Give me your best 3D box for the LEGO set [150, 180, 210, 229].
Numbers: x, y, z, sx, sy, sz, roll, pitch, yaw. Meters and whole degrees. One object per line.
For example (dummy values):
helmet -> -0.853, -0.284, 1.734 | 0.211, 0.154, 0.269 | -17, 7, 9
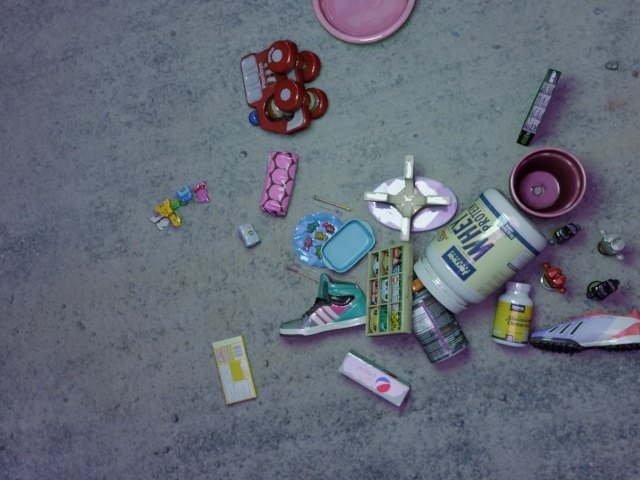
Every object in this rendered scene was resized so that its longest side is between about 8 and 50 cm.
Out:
LEGO set -> -0.466, -0.100, 2.042 | 0.227, 0.087, 0.093 | -34, 81, 9

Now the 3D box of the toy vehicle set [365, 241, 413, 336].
toy vehicle set -> 0.204, 0.150, 1.833 | 0.166, 0.035, 0.266 | -19, 62, 51

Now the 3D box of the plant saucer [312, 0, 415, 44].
plant saucer -> 0.141, -0.780, 1.962 | 0.333, 0.084, 0.331 | -1, 86, 11

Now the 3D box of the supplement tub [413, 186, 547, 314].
supplement tub -> 0.452, 0.033, 1.766 | 0.325, 0.235, 0.235 | -45, 80, 17

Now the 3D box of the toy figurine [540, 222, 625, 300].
toy figurine -> 0.753, 0.062, 1.773 | 0.213, 0.148, 0.209 | 11, 83, 14

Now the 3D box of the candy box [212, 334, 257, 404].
candy box -> -0.279, 0.420, 2.007 | 0.105, 0.027, 0.205 | -16, 84, 12

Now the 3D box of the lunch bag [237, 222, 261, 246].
lunch bag -> -0.231, -0.015, 1.992 | 0.053, 0.083, 0.071 | -30, 81, 8

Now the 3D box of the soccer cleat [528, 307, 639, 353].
soccer cleat -> 0.767, 0.261, 1.785 | 0.319, 0.108, 0.116 | -4, 67, 12

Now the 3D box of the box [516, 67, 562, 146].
box -> 0.634, -0.383, 1.793 | 0.045, 0.184, 0.190 | 23, 91, 10

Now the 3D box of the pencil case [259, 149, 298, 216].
pencil case -> -0.137, -0.185, 1.981 | 0.098, 0.095, 0.209 | 11, 87, -24

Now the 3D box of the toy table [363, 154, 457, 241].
toy table -> 0.272, -0.120, 1.863 | 0.275, 0.161, 0.252 | -8, 85, 11

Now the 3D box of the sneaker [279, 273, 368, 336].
sneaker -> 0.003, 0.194, 1.913 | 0.296, 0.124, 0.178 | -12, 90, 2

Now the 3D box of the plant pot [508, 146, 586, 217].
plant pot -> 0.644, -0.157, 1.780 | 0.202, 0.180, 0.201 | -1, 87, 12

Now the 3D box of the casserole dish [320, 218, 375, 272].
casserole dish -> 0.083, 0.016, 1.931 | 0.188, 0.037, 0.114 | -42, 95, -7

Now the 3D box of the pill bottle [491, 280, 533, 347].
pill bottle -> 0.569, 0.215, 1.814 | 0.103, 0.103, 0.184 | 9, 89, 11

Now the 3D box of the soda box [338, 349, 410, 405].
soda box -> 0.167, 0.421, 1.896 | 0.216, 0.074, 0.069 | 28, 92, 11

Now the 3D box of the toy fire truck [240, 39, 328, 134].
toy fire truck -> -0.134, -0.481, 1.977 | 0.254, 0.169, 0.301 | -14, 83, 34

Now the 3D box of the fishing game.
fishing game -> 0.000, 0.000, 1.969 | 0.189, 0.041, 0.264 | 24, 94, 11

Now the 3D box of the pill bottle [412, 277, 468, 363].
pill bottle -> 0.328, 0.233, 1.846 | 0.131, 0.130, 0.245 | -30, 82, 8
